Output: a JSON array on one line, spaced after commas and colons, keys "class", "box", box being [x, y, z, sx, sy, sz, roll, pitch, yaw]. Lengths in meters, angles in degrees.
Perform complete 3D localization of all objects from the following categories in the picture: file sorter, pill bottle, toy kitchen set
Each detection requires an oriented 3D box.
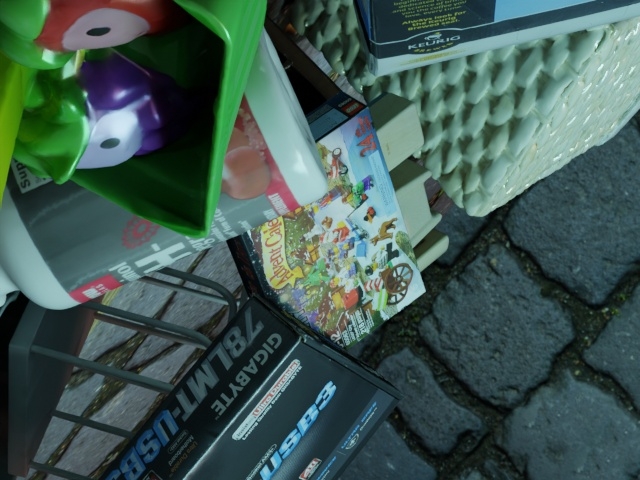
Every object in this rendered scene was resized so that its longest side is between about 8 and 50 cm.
[{"class": "file sorter", "box": [-0.167, 0.078, 1.776, 0.193, 0.173, 0.277, 102, 5, -47]}, {"class": "pill bottle", "box": [-0.169, -0.053, 1.459, 0.318, 0.176, 0.176, -23, 171, 4]}, {"class": "toy kitchen set", "box": [0.016, -0.049, 1.881, 0.122, 0.166, 0.207, -38, 133, -25]}]

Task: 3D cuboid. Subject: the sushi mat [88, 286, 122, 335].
[{"class": "sushi mat", "box": [-0.259, 0.063, 2.103, 0.151, 0.019, 0.316, -39, 172, -41]}]

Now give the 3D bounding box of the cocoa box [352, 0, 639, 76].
[{"class": "cocoa box", "box": [0.181, -0.304, 1.533, 0.347, 0.231, 0.228, -13, 167, 0]}]

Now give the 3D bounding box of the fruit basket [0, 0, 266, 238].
[{"class": "fruit basket", "box": [-0.197, -0.102, 1.182, 0.392, 0.283, 0.392, -62, 176, -9]}]

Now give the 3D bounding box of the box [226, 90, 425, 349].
[{"class": "box", "box": [0.000, 0.000, 1.739, 0.159, 0.044, 0.233, -36, 132, -19]}]

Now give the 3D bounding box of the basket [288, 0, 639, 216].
[{"class": "basket", "box": [0.189, -0.258, 1.878, 0.266, 0.328, 0.331, -33, 164, -37]}]

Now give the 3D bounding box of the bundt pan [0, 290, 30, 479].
[{"class": "bundt pan", "box": [-0.349, 0.168, 1.682, 0.331, 0.124, 0.331, 16, 90, -86]}]

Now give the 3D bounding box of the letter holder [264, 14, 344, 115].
[{"class": "letter holder", "box": [-0.070, -0.096, 1.947, 0.214, 0.152, 0.302, -45, 170, 3]}]

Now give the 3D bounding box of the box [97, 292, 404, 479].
[{"class": "box", "box": [-0.078, 0.206, 1.676, 0.295, 0.073, 0.293, -51, 157, 0]}]
